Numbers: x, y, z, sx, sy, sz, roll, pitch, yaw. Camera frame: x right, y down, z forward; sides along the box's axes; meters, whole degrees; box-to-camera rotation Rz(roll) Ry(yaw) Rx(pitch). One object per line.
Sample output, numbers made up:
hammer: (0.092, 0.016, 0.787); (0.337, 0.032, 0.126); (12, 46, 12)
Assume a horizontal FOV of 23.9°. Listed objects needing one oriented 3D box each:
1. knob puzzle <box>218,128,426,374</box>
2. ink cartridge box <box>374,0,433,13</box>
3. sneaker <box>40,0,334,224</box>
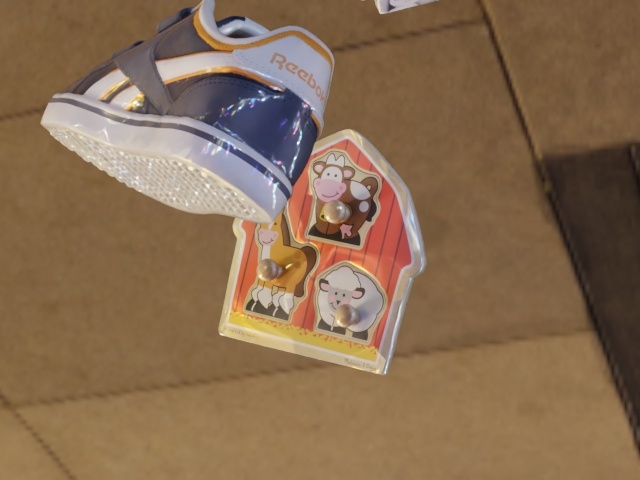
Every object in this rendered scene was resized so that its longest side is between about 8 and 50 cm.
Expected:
knob puzzle: (0.000, 0.000, 1.260); (0.213, 0.213, 0.030); (-20, 161, 28)
ink cartridge box: (0.146, -0.324, 1.447); (0.206, 0.045, 0.208); (-14, 143, -5)
sneaker: (-0.089, -0.094, 1.077); (0.126, 0.127, 0.321); (36, 169, -31)
